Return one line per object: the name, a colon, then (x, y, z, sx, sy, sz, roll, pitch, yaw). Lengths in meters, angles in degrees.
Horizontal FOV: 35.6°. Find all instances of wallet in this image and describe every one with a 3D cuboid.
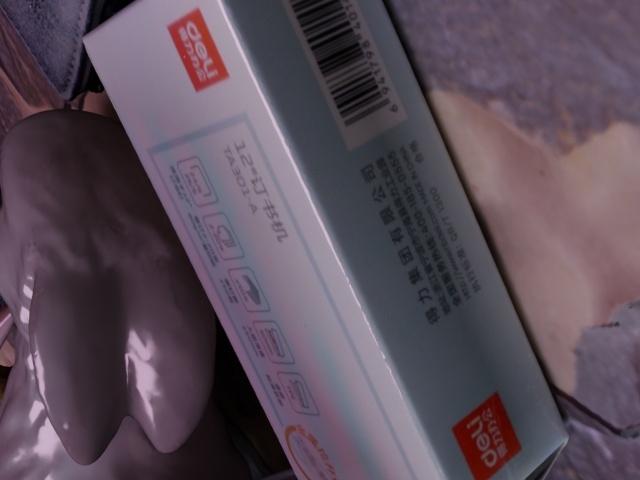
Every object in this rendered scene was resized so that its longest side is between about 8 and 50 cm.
wallet: (-0.180, -0.204, 0.575, 0.222, 0.036, 0.167, 52, 147, 11)

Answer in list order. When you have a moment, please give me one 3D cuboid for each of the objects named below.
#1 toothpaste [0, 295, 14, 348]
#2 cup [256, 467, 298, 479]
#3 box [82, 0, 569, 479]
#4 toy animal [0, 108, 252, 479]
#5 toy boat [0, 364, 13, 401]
toothpaste: (-0.315, 0.108, 0.897, 0.042, 0.194, 0.067, 32, -165, -24)
cup: (0.011, 0.305, 0.563, 0.322, 0.236, 0.327, 0, 117, 60)
box: (0.000, 0.000, 0.461, 0.135, 0.079, 0.269, -9, 109, 56)
toy animal: (-0.140, 0.103, 0.634, 0.258, 0.193, 0.358, -102, 10, -57)
toy boat: (-0.204, 0.208, 0.861, 0.318, 0.099, 0.141, 51, -167, 33)
